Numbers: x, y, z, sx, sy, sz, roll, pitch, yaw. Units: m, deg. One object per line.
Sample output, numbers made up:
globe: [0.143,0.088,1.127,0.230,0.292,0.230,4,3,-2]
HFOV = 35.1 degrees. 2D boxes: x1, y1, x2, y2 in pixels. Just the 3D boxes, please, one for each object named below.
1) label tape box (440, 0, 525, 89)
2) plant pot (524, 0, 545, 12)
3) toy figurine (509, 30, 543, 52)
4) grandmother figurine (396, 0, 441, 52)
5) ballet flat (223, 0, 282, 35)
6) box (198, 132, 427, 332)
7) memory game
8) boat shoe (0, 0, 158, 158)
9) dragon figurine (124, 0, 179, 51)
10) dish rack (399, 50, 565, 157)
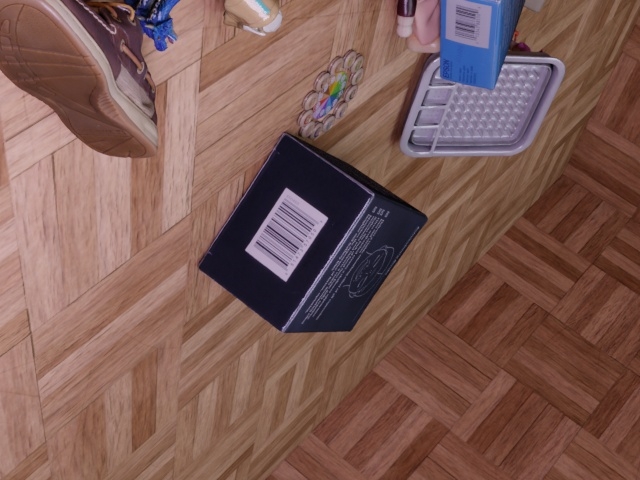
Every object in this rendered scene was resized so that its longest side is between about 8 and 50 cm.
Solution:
label tape box: [0.315,-0.488,1.828,0.249,0.115,0.348,77,30,-62]
plant pot: [0.424,-0.557,2.142,0.096,0.109,0.109,-10,135,-47]
toy figurine: [0.428,-0.437,2.265,0.130,0.159,0.173,-52,161,-5]
grandmother figurine: [0.168,-0.446,1.731,0.342,0.104,0.208,61,39,-67]
ballet flat: [-0.084,-0.291,1.284,0.080,0.073,0.232,-45,-172,7]
box: [0.000,0.000,1.921,0.293,0.212,0.395,-56,161,7]
memory game: [0.021,-0.260,1.822,0.186,0.012,0.186,-46,161,-21]
boat shoe: [-0.257,-0.210,1.114,0.342,0.123,0.123,56,41,-65]
dragon figurine: [-0.159,-0.341,1.119,0.144,0.085,0.289,-43,160,-31]
dish rack: [0.343,-0.309,2.220,0.332,0.072,0.285,-1,137,-18]
